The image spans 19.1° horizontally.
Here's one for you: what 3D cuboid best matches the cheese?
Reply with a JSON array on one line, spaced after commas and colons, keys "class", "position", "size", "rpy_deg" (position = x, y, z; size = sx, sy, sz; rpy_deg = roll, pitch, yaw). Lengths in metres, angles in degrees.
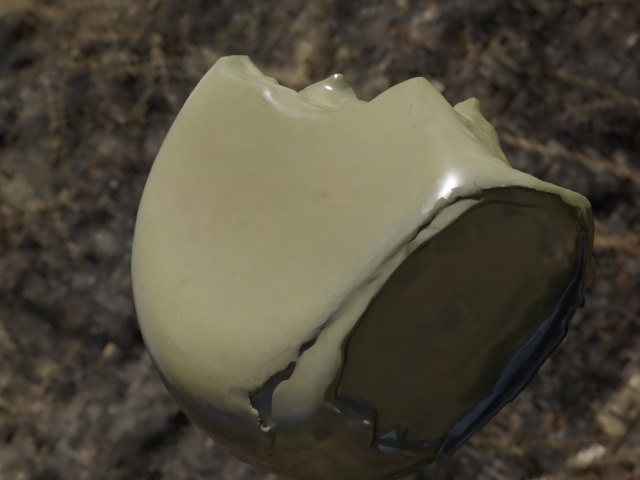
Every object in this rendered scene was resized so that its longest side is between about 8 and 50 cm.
[{"class": "cheese", "position": [0.000, 0.000, 0.776], "size": [0.175, 0.091, 0.202], "rpy_deg": [-46, 45, 6]}]
